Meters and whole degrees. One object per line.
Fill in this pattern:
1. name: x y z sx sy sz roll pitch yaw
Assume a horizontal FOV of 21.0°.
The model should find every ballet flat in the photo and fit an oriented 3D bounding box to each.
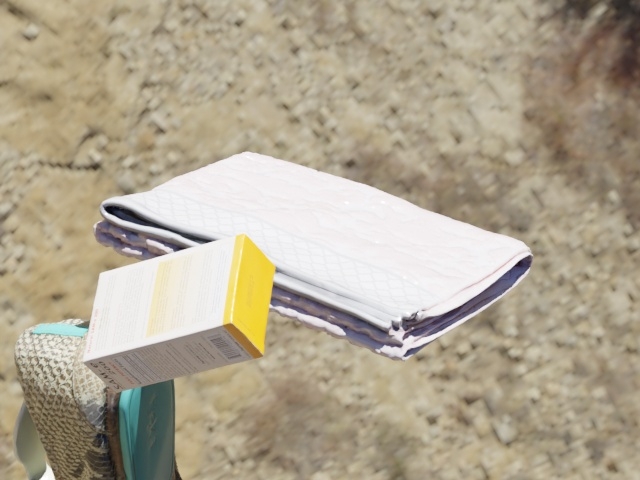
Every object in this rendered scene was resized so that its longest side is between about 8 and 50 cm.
1. ballet flat: -0.213 0.270 1.752 0.164 0.182 0.482 -53 144 -45

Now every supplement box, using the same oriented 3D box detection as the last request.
1. supplement box: -0.077 0.040 0.946 0.036 0.098 0.062 49 36 -42

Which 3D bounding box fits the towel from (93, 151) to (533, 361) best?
1. towel: 0.000 0.000 1.636 0.332 0.053 0.317 21 20 21
